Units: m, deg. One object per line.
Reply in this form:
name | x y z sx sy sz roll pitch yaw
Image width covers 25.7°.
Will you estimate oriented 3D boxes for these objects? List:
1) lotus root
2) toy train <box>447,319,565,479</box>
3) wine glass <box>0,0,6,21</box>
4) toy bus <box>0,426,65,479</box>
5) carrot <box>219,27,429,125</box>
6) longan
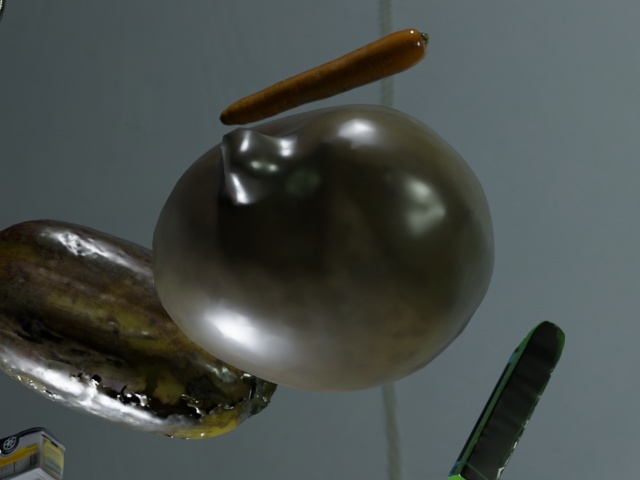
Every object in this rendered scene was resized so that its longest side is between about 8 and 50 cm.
lotus root | -0.236 0.095 1.558 0.397 0.196 0.179 21 136 7
toy train | 0.207 0.182 1.538 0.044 0.042 0.209 35 67 -8
wine glass | -0.370 -0.191 0.618 0.267 0.406 0.267 -23 55 39
toy bus | -0.392 0.285 1.694 0.172 0.057 0.072 -24 46 16
carrot | 0.003 -0.171 1.506 0.248 0.043 0.043 -19 80 16
longan | 0.000 0.000 1.208 0.300 0.300 0.243 -30 44 16
